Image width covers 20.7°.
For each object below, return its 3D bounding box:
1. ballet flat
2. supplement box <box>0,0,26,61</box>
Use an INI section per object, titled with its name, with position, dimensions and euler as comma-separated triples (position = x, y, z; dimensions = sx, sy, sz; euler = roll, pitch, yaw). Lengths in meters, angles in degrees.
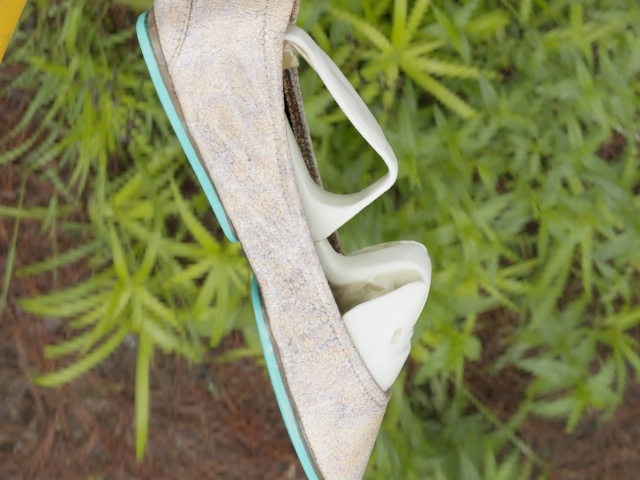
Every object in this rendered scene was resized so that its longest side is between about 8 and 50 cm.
[ballet flat]
position = 0.000, 0.000, 0.958
dimensions = 0.106, 0.107, 0.316
euler = -17, 112, 8
[supplement box]
position = -0.395, -0.249, 1.611
dimensions = 0.194, 0.191, 0.129
euler = 28, 104, 10
